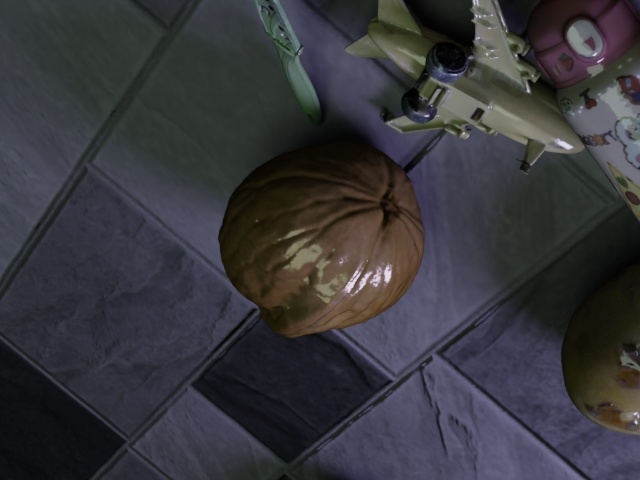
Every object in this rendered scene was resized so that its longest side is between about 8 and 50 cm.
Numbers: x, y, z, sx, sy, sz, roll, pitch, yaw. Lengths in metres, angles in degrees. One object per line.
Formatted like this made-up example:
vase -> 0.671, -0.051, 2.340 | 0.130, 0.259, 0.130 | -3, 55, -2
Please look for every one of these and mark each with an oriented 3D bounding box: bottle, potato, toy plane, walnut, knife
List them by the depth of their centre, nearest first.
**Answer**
bottle -> 0.288, -0.127, 1.037 | 0.120, 0.120, 0.253 | -30, 107, 38
toy plane -> 0.149, -0.156, 1.107 | 0.256, 0.104, 0.242 | 38, 146, 5
knife -> -0.033, -0.194, 1.124 | 0.043, 0.020, 0.293 | 32, 165, 28
potato -> 0.345, 0.099, 1.154 | 0.165, 0.165, 0.262 | 28, 136, 6
walnut -> 0.000, 0.000, 1.219 | 0.227, 0.228, 0.228 | 13, 128, 18
